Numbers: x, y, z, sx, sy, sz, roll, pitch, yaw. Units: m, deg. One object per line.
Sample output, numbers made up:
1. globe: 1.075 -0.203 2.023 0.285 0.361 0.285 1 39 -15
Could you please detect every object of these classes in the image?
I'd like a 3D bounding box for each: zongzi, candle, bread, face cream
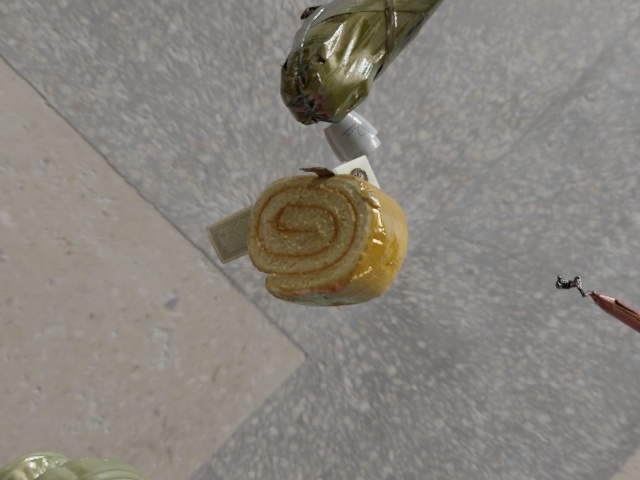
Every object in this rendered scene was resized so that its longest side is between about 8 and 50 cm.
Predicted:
1. zongzi: 0.079 -0.289 1.429 0.274 0.251 0.125 -16 127 27
2. candle: 0.301 0.075 0.934 0.167 0.021 0.026 31 90 5
3. bread: 0.000 0.000 0.865 0.149 0.073 0.122 -1 69 37
4. face cream: 0.058 -0.195 1.839 0.091 0.091 0.095 -41 100 -2

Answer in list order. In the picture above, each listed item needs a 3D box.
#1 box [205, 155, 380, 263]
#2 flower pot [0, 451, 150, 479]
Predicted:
1. box: -0.041 -0.053 1.577 0.164 0.256 0.069 -23 93 40
2. flower pot: -0.417 0.488 1.600 0.307 0.244 0.307 -13 109 -41
